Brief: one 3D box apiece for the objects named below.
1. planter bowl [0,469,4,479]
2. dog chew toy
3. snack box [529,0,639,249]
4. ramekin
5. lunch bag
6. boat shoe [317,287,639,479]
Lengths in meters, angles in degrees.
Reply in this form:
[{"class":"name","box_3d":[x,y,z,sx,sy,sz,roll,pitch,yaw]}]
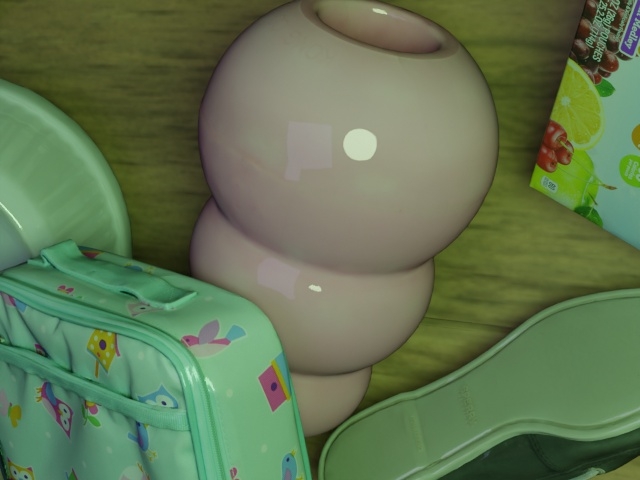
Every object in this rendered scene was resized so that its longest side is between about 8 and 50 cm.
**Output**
[{"class":"planter bowl","box_3d":[-0.208,0.195,1.177,0.162,0.109,0.162,6,102,28]},{"class":"dog chew toy","box_3d":[0.000,0.000,0.983,0.207,0.207,0.331,27,119,23]},{"class":"snack box","box_3d":[0.236,-0.075,0.845,0.174,0.070,0.207,33,146,18]},{"class":"ramekin","box_3d":[-0.301,0.009,1.138,0.273,0.127,0.272,5,114,11]},{"class":"lunch bag","box_3d":[-0.137,0.119,0.969,0.279,0.108,0.224,12,121,43]},{"class":"boat shoe","box_3d":[0.154,0.127,0.983,0.335,0.095,0.112,-25,50,27]}]
